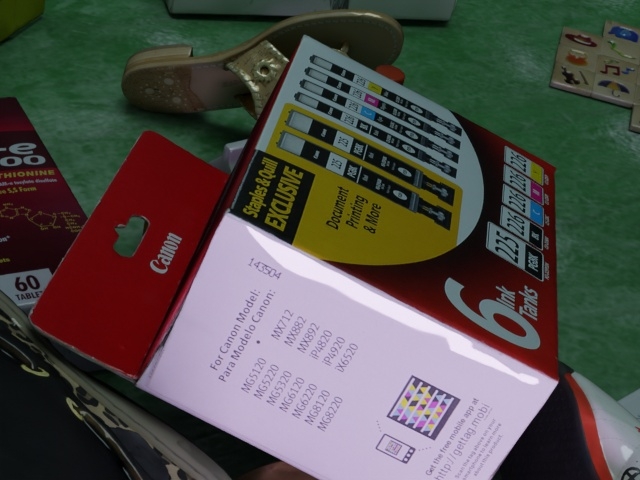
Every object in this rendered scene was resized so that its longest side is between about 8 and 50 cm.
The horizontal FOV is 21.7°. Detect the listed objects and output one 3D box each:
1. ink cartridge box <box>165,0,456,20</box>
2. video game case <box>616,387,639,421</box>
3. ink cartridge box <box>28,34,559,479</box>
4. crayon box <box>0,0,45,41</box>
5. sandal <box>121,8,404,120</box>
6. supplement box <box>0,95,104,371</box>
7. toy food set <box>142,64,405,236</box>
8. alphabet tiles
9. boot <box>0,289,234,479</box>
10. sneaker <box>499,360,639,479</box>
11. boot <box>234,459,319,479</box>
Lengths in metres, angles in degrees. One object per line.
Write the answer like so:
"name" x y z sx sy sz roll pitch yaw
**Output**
"ink cartridge box" -0.021 -0.311 1.604 0.283 0.117 0.207 -1 37 -19
"video game case" 0.261 0.178 1.098 0.193 0.023 0.212 -22 48 -39
"ink cartridge box" 0.000 0.000 1.032 0.271 0.130 0.309 27 25 -6
"crayon box" -0.325 -0.218 1.310 0.081 0.202 0.318 24 36 16
"sandal" -0.050 -0.116 1.325 0.240 0.088 0.079 -6 52 20
"supplement box" -0.235 -0.003 1.149 0.130 0.073 0.239 -9 40 -27
"toy food set" -0.017 -0.052 1.257 0.232 0.104 0.111 -14 43 -33
"alphabet tiles" 0.338 -0.144 1.584 0.237 0.009 0.198 16 35 4
"boot" -0.218 0.110 0.822 0.377 0.138 0.284 34 10 3
"sneaker" 0.212 0.172 1.007 0.145 0.090 0.270 17 19 -23
"boot" 0.085 0.224 0.925 0.236 0.089 0.269 -1 36 -19
